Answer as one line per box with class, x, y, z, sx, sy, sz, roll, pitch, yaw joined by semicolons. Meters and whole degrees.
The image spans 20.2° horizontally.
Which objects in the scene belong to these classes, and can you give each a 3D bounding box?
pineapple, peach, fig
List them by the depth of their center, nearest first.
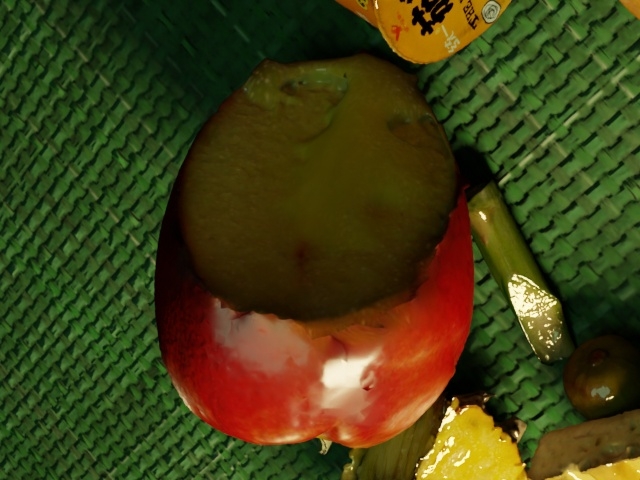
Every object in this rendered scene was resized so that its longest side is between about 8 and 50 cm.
peach;0.000;0.000;1.469;0.281;0.281;0.338;3;84;37
fig;0.243;0.123;1.511;0.074;0.074;0.088;12;146;32
pineapple;0.104;0.246;1.669;0.158;0.161;0.334;-124;45;-56

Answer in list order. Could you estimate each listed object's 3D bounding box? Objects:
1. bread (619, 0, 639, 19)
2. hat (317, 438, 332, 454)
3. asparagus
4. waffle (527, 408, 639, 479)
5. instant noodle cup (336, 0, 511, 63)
bread;0.328;-0.196;1.225;0.235;0.099;0.210;36;136;7
hat;0.026;0.108;1.619;0.081;0.166;0.122;6;139;25
asparagus;0.168;0.031;1.530;0.045;0.041;0.178;-14;109;51
waffle;0.318;0.190;1.459;0.168;0.057;0.274;35;142;-26
instant noodle cup;0.050;-0.261;1.331;0.172;0.216;0.215;30;132;32
